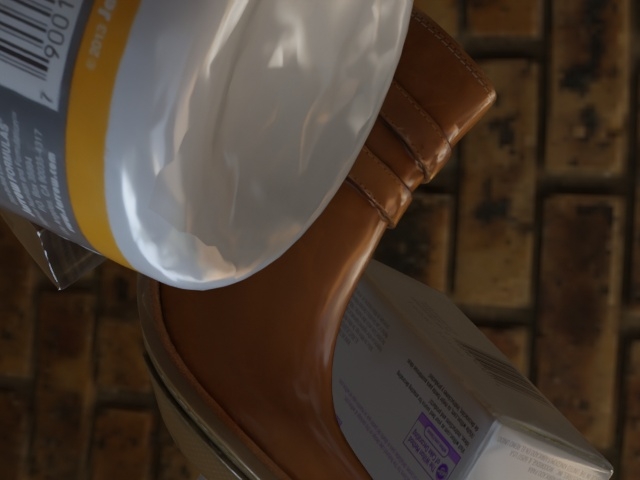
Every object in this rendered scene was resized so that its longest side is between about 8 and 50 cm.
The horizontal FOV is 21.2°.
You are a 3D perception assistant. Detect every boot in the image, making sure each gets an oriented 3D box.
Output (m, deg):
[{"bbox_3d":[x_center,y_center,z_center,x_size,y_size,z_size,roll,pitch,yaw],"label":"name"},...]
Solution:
[{"bbox_3d":[0.000,0.000,0.808,0.220,0.283,0.109,-35,-24,-15],"label":"boot"}]

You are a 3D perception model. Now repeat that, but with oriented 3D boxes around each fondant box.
[{"bbox_3d":[0.005,0.200,1.043,0.096,0.238,0.330,26,-78,-29],"label":"fondant box"}]

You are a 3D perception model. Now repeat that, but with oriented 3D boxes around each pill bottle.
[{"bbox_3d":[-0.119,-0.106,0.587,0.162,0.278,0.162,-48,-27,-35],"label":"pill bottle"}]
